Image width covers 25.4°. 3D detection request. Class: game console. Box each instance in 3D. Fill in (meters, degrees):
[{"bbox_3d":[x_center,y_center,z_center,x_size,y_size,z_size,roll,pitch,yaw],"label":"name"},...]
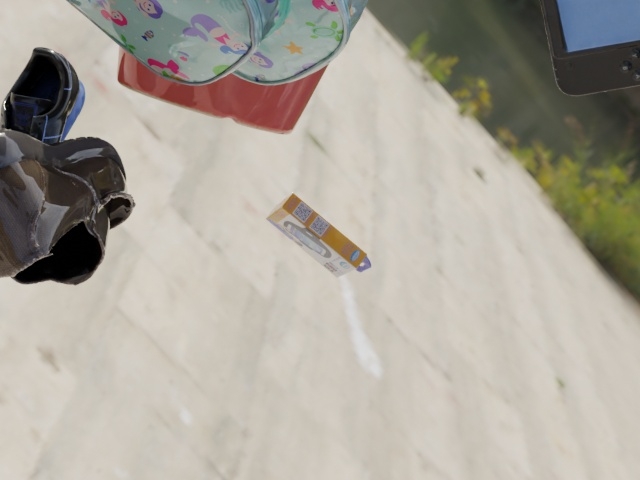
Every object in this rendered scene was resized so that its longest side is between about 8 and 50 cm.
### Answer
[{"bbox_3d":[0.190,-0.149,0.853,0.085,0.124,0.144,-69,147,-61],"label":"game console"}]

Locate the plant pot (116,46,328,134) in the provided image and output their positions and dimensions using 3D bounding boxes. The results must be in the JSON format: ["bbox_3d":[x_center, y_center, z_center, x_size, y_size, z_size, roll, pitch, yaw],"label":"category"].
[{"bbox_3d":[-0.087,-0.252,1.480,0.275,0.243,0.275,17,7,-2],"label":"plant pot"}]

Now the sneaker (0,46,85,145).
[{"bbox_3d":[-0.322,-0.098,1.537,0.081,0.232,0.090,9,-18,12],"label":"sneaker"}]

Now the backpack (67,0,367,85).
[{"bbox_3d":[-0.077,-0.233,1.113,0.253,0.225,0.191,36,61,-20],"label":"backpack"}]

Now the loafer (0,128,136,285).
[{"bbox_3d":[-0.255,-0.012,1.286,0.130,0.134,0.366,64,11,3],"label":"loafer"}]

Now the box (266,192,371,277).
[{"bbox_3d":[0.000,0.000,1.764,0.136,0.028,0.081,41,-18,-6],"label":"box"}]
